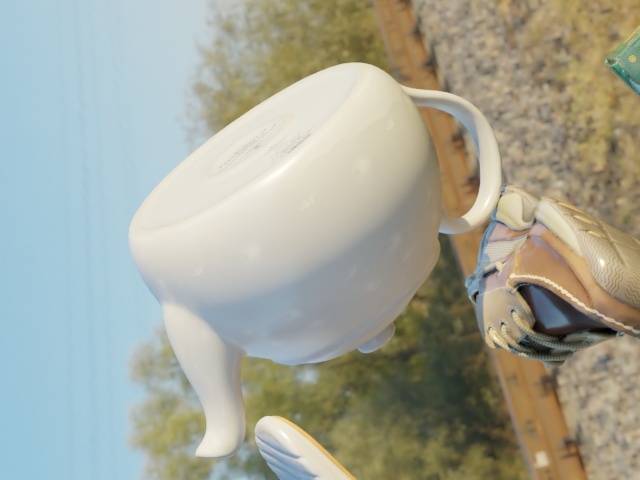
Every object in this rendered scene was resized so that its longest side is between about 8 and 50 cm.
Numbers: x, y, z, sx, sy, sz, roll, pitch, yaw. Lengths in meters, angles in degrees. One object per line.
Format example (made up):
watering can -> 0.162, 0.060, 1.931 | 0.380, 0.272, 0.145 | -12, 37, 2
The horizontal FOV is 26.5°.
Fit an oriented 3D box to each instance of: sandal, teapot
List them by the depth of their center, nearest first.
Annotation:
sandal -> 0.067, 0.204, 0.972 | 0.265, 0.076, 0.102 | 48, 159, -8
teapot -> 0.000, 0.000, 1.008 | 0.187, 0.256, 0.252 | 54, -158, -17

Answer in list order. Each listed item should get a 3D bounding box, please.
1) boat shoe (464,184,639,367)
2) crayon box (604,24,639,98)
boat shoe -> 0.176, 0.039, 0.986 | 0.116, 0.123, 0.324 | -63, 3, 4
crayon box -> 0.323, -0.146, 0.787 | 0.165, 0.278, 0.081 | 44, -170, 0
